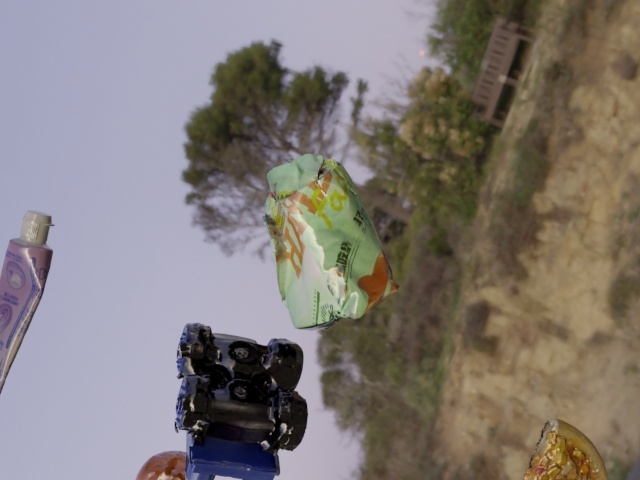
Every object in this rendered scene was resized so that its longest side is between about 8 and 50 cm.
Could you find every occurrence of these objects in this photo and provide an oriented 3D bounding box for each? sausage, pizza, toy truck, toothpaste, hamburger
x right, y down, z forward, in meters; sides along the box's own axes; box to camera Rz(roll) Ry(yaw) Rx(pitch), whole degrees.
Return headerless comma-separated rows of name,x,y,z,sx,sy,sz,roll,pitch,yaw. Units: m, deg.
sausage,-0.210,0.376,1.329,0.113,0.113,0.259,-54,-9,-44
pizza,0.326,0.323,1.306,0.041,0.130,0.178,-146,38,-71
toy truck,-0.115,0.220,1.214,0.213,0.161,0.177,-99,26,-53
toothpaste,-0.352,0.114,1.092,0.075,0.048,0.301,19,95,63
hamburger,-0.002,0.001,1.220,0.235,0.125,0.214,151,101,-76
